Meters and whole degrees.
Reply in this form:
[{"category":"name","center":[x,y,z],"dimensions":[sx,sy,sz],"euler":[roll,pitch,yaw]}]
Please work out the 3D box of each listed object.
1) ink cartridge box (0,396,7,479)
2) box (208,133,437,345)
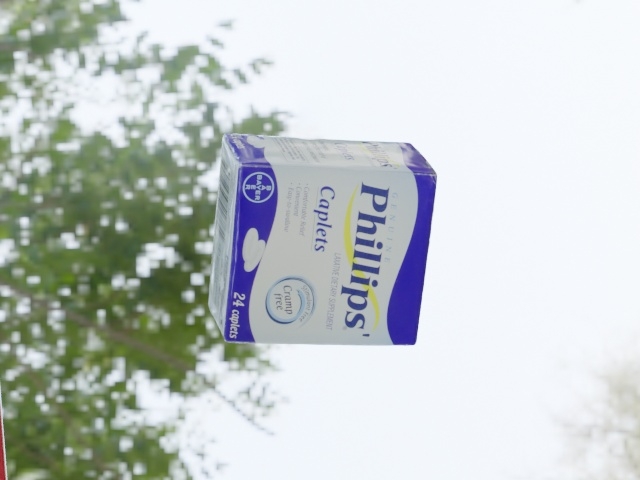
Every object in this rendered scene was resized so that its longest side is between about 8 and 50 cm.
[{"category":"ink cartridge box","center":[-0.260,0.187,0.926],"dimensions":[0.272,0.130,0.309],"euler":[-59,30,30]},{"category":"box","center":[0.000,0.000,1.074],"dimensions":[0.072,0.137,0.126],"euler":[-125,39,-67]}]
